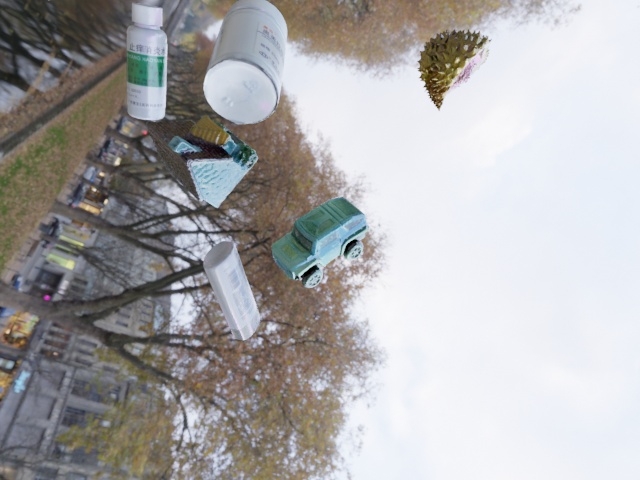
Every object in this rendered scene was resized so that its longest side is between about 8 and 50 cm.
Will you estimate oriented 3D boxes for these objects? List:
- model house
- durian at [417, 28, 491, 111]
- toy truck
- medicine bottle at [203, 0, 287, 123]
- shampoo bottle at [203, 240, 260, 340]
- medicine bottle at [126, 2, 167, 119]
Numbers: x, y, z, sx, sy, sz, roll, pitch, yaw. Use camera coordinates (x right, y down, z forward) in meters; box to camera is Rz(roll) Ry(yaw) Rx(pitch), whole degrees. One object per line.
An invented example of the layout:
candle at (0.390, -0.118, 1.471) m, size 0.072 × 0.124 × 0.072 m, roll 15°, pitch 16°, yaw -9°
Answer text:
model house at (-0.385, -0.287, 1.357) m, size 0.280 × 0.249 × 0.230 m, roll 39°, pitch -91°, yaw 30°
durian at (0.304, -0.404, 1.013) m, size 0.182 × 0.132 × 0.165 m, roll -27°, pitch -136°, yaw 7°
toy truck at (0.000, 0.000, 1.298) m, size 0.278 × 0.156 × 0.155 m, roll -33°, pitch -128°, yaw -18°
medicine bottle at (-0.191, -0.488, 1.202) m, size 0.190 × 0.189 × 0.333 m, roll -38°, pitch -143°, yaw 40°
shampoo bottle at (-0.187, 0.113, 0.972) m, size 0.055 × 0.228 × 0.086 m, roll 6°, pitch -138°, yaw 22°
medicine bottle at (-0.428, -0.436, 1.105) m, size 0.095 × 0.095 × 0.260 m, roll -118°, pitch -146°, yaw -59°
